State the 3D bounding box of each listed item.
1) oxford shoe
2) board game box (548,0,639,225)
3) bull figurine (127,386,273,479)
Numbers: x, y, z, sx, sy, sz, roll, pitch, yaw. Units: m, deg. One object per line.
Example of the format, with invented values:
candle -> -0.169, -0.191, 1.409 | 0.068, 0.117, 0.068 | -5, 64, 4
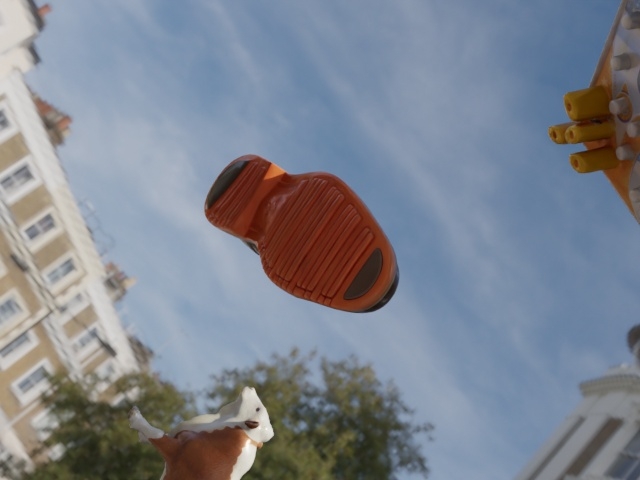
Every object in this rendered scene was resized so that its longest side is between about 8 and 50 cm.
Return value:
oxford shoe -> 0.000, 0.000, 1.102 | 0.133, 0.130, 0.364 | 37, 0, -33
board game box -> 0.313, -0.079, 0.708 | 0.390, 0.050, 0.389 | 96, -24, -52
bull figurine -> -0.193, 0.335, 1.375 | 0.189, 0.310, 0.101 | 21, -1, 14
